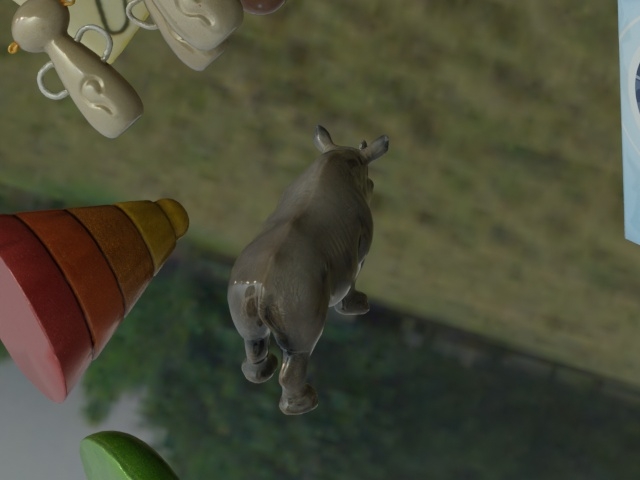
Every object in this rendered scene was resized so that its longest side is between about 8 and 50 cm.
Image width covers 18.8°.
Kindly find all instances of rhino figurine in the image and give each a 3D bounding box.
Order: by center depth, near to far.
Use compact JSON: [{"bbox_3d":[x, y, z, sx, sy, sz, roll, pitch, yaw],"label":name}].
[{"bbox_3d":[0.000,0.000,1.301,0.073,0.106,0.243,6,-143,17],"label":"rhino figurine"}]

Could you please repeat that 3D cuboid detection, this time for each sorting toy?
[{"bbox_3d":[-0.071,0.120,1.136,0.366,0.126,0.127,61,159,-6],"label":"sorting toy"}]

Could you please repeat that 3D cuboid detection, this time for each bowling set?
[{"bbox_3d":[-0.110,-0.226,1.549,0.154,0.287,0.200,49,-169,-2],"label":"bowling set"}]

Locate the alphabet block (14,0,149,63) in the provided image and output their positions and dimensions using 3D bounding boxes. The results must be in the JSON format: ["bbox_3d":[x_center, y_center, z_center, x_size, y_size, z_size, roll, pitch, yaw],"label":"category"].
[{"bbox_3d":[-0.235,-0.302,1.743,0.197,0.192,0.193,37,-177,-30],"label":"alphabet block"}]

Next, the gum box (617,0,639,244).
[{"bbox_3d":[0.205,-0.055,0.850,0.157,0.041,0.184,27,139,39],"label":"gum box"}]
